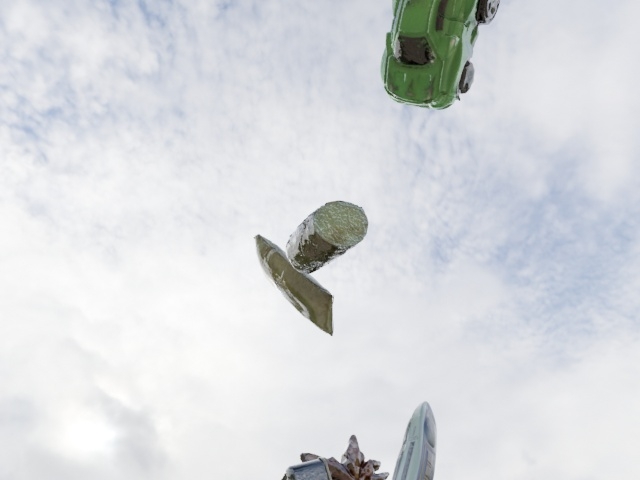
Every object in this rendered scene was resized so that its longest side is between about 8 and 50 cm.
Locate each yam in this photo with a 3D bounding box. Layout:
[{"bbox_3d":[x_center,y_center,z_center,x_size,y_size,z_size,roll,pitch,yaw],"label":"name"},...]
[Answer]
[{"bbox_3d":[0.000,0.000,0.817,0.107,0.107,0.183,25,-34,-17],"label":"yam"}]

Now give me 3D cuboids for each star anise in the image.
[{"bbox_3d":[0.097,0.672,1.145,0.292,0.350,0.109,-6,-54,-3],"label":"star anise"}]

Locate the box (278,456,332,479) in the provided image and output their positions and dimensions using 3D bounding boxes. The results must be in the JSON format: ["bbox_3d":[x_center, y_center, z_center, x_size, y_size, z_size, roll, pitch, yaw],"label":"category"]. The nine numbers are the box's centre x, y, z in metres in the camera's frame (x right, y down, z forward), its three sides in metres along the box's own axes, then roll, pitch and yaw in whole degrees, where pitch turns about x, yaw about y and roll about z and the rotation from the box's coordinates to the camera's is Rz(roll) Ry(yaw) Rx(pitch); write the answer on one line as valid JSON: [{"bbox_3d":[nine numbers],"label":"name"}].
[{"bbox_3d":[-0.024,0.584,0.908,0.090,0.201,0.144,2,-48,-25],"label":"box"}]

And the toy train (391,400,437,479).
[{"bbox_3d":[0.166,0.358,0.722,0.055,0.252,0.048,45,-54,-4],"label":"toy train"}]

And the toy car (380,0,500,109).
[{"bbox_3d":[0.236,-0.473,0.917,0.213,0.176,0.359,24,-72,33],"label":"toy car"}]

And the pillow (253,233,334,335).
[{"bbox_3d":[-0.072,0.114,1.155,0.075,0.302,0.185,-36,-34,-26],"label":"pillow"}]
